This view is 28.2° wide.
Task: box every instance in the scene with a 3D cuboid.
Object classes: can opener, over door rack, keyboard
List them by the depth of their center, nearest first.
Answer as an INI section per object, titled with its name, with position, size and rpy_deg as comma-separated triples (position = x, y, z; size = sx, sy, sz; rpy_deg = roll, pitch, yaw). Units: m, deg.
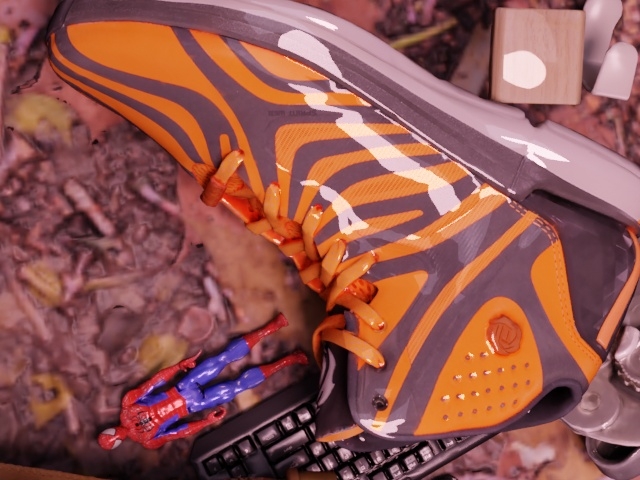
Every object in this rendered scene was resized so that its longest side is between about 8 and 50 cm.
[over door rack]
position = 0.071, -0.257, 0.678
size = 0.240, 0.108, 0.324
rpy_deg = 10, 98, -7
[keyboard]
position = 0.032, 0.113, 0.678
size = 0.180, 0.023, 0.108
rpy_deg = -28, 91, -9
[can opener]
position = 0.223, 0.002, 0.703
size = 0.283, 0.076, 0.095
rpy_deg = -51, 139, -13

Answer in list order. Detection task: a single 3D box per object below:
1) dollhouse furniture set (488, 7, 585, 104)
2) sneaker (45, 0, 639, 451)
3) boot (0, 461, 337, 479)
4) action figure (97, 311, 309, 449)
[dollhouse furniture set]
position = -0.013, -0.232, 0.530
size = 0.303, 0.174, 0.355
rpy_deg = -1, 99, -6
[sneaker]
position = 0.000, 0.000, 0.618
size = 0.321, 0.124, 0.180
rpy_deg = 21, 77, -4
[boot]
position = -0.129, 0.211, 0.617
size = 0.270, 0.089, 0.236
rpy_deg = 1, 94, -3
[action figure]
position = -0.063, 0.077, 0.662
size = 0.115, 0.030, 0.038
rpy_deg = -29, 96, -8
